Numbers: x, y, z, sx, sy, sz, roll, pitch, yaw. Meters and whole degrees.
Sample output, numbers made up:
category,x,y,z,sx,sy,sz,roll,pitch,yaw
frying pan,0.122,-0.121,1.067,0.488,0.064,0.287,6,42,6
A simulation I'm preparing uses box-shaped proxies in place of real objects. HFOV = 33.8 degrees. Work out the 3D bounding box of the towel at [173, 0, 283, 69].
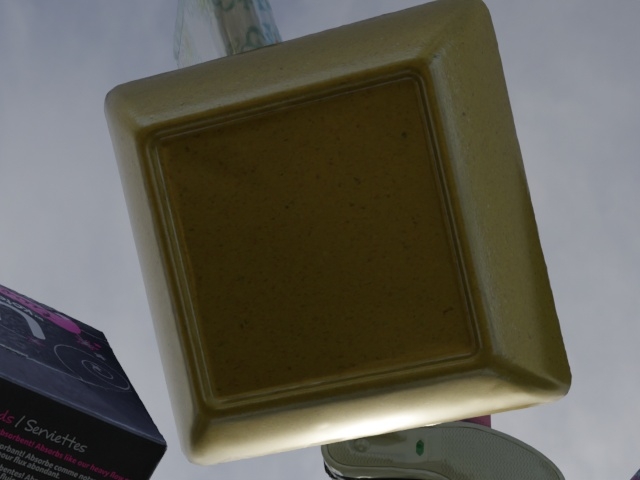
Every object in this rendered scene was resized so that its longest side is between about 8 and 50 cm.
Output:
category,x,y,z,sx,sy,sz,roll,pitch,yaw
towel,-0.100,-0.184,1.377,0.090,0.374,0.321,-18,-99,-14

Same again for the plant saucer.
category,x,y,z,sx,sy,sz,roll,pitch,yaw
plant saucer,0.000,0.000,0.826,0.332,0.081,0.333,-13,-90,12

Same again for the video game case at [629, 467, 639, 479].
category,x,y,z,sx,sy,sz,roll,pitch,yaw
video game case,0.479,0.297,1.282,0.157,0.143,0.019,34,-26,34

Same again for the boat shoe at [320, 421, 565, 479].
category,x,y,z,sx,sy,sz,roll,pitch,yaw
boat shoe,0.117,0.224,1.012,0.233,0.084,0.079,8,-42,11

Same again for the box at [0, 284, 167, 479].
category,x,y,z,sx,sy,sz,roll,pitch,yaw
box,-0.224,0.076,0.505,0.247,0.163,0.142,31,-88,-28

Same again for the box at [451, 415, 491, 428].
category,x,y,z,sx,sy,sz,roll,pitch,yaw
box,0.135,0.205,1.417,0.127,0.232,0.148,26,-41,-29
